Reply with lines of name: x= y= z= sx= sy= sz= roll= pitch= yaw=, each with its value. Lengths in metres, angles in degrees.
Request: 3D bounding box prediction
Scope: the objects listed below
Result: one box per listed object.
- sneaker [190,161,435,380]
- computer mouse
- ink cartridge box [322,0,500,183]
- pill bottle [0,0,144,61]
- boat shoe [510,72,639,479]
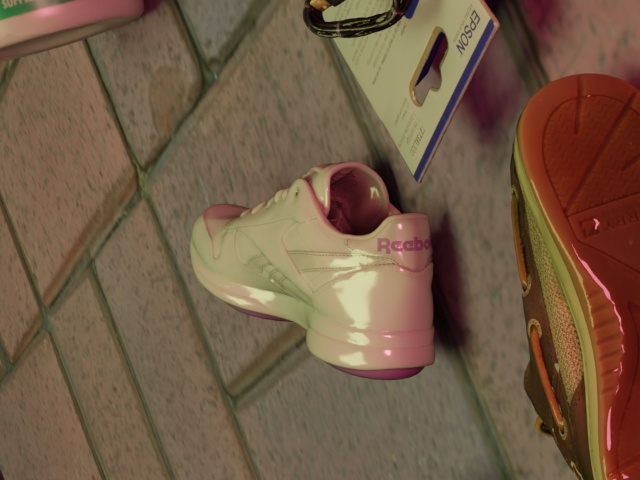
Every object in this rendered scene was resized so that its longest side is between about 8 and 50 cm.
sneaker: x=0.000 y=0.000 z=1.464 sx=0.305 sy=0.114 sz=0.152 roll=25 pitch=114 yaw=53
computer mouse: x=0.069 y=-0.193 z=1.123 sx=0.242 sy=0.041 sz=0.071 roll=-36 pitch=67 yaw=35
ink cartridge box: x=0.027 y=-0.237 z=1.272 sx=0.371 sy=0.069 sz=0.176 roll=64 pitch=153 yaw=25
pill bottle: x=-0.305 y=-0.354 z=1.722 sx=0.204 sy=0.204 sz=0.361 roll=-10 pitch=97 yaw=65
boat shoe: x=0.182 y=0.077 z=1.102 sx=0.123 sy=0.123 sz=0.342 roll=127 pitch=126 yaw=-71
